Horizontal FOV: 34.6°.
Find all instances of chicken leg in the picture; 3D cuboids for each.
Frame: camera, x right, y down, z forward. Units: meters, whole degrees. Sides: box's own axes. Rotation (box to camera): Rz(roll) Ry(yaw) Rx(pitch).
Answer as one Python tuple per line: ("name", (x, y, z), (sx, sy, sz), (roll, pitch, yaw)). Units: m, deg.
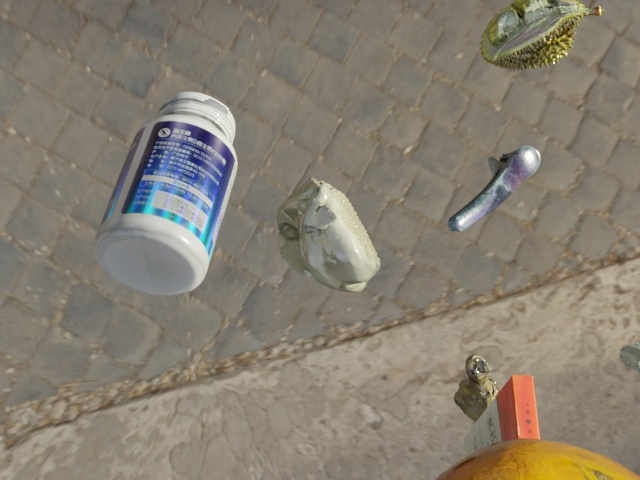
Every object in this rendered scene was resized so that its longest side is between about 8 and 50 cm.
("chicken leg", (0.265, 0.250, 1.724), (0.069, 0.198, 0.085), (-38, 54, -14))

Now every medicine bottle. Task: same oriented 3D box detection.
("medicine bottle", (-0.141, -0.050, 0.989), (0.107, 0.107, 0.191), (16, 52, -5))

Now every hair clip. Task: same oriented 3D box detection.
("hair clip", (0.244, -0.076, 1.465), (0.083, 0.275, 0.048), (-11, 105, 29))

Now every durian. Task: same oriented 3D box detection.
("durian", (0.370, -0.349, 1.701), (0.208, 0.102, 0.146), (-16, 51, 27))

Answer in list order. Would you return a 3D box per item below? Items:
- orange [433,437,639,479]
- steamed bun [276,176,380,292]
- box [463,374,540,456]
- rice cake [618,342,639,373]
("orange", (0.187, 0.289, 0.844), (0.261, 0.261, 0.261), (1, 83, -7))
("steamed bun", (-0.001, 0.000, 1.776), (0.144, 0.211, 0.218), (-32, 76, 9))
("box", (0.249, 0.296, 1.425), (0.035, 0.245, 0.139), (5, 57, -8))
("rice cake", (0.576, 0.214, 1.846), (0.045, 0.245, 0.042), (-21, 85, 7))
